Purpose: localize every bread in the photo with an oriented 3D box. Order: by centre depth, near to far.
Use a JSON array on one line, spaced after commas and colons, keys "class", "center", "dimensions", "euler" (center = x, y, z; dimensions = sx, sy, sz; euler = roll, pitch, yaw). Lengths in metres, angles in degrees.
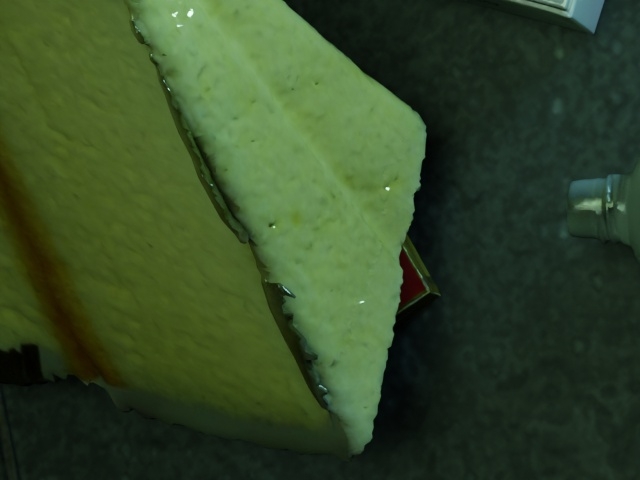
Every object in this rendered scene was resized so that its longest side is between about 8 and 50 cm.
[{"class": "bread", "center": [-0.187, -0.083, 1.058], "dimensions": [0.346, 0.405, 0.242], "euler": [3, 66, 43]}]

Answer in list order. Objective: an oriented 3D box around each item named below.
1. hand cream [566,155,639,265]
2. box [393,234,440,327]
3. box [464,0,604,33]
[{"class": "hand cream", "center": [0.293, -0.015, 0.998], "dimensions": [0.341, 0.078, 0.124], "euler": [1, 84, 16]}, {"class": "box", "center": [0.000, 0.000, 1.141], "dimensions": [0.090, 0.023, 0.133], "euler": [-33, 73, 15]}, {"class": "box", "center": [0.105, -0.195, 1.100], "dimensions": [0.130, 0.051, 0.129], "euler": [18, 92, 26]}]
